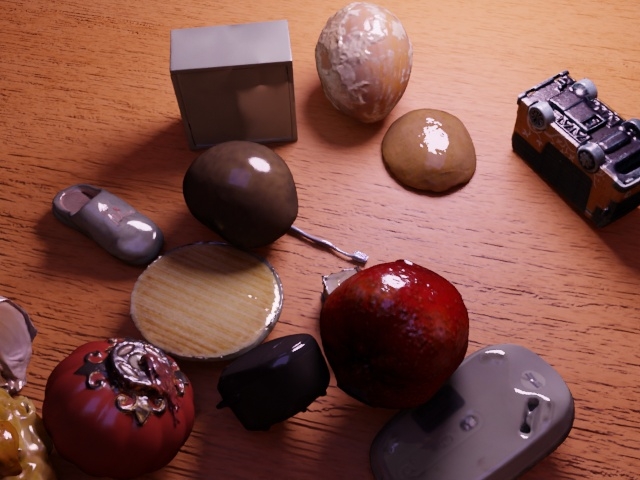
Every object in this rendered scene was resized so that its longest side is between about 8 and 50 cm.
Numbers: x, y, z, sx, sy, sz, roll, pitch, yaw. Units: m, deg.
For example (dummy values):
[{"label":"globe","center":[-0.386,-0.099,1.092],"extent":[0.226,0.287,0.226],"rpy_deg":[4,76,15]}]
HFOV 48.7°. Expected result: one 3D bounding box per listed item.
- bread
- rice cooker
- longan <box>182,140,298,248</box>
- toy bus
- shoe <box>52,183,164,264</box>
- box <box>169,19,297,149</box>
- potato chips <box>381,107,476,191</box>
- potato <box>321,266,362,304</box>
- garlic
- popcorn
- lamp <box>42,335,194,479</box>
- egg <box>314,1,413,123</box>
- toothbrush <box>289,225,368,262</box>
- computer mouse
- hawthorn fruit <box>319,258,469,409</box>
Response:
[{"label":"bread","center":[-0.193,0.104,1.217],"extent":[0.266,0.041,0.267],"rpy_deg":[3,45,-3]},{"label":"rice cooker","center":[-0.074,0.218,1.089],"extent":[0.142,0.203,0.118],"rpy_deg":[-29,86,-46]},{"label":"longan","center":[-0.140,-0.088,1.280],"extent":[0.212,0.198,0.198],"rpy_deg":[35,65,23]},{"label":"toy bus","center":[0.496,-0.169,1.323],"extent":[0.138,0.167,0.275],"rpy_deg":[-29,57,-15]},{"label":"shoe","center":[-0.404,-0.046,1.312],"extent":[0.250,0.100,0.103],"rpy_deg":[25,61,19]},{"label":"box","center":[-0.165,-0.302,1.390],"extent":[0.224,0.225,0.118],"rpy_deg":[-5,58,-2]},{"label":"potato chips","center":[0.220,-0.195,1.409],"extent":[0.195,0.062,0.208],"rpy_deg":[13,61,12]},{"label":"potato","center":[0.049,0.115,1.219],"extent":[0.086,0.061,0.122],"rpy_deg":[-16,61,-8]},{"label":"garlic","center":[-0.591,0.194,1.153],"extent":[0.142,0.178,0.229],"rpy_deg":[-2,32,37]},{"label":"popcorn","center":[-0.472,0.333,0.970],"extent":[0.225,0.332,0.265],"rpy_deg":[-13,80,-29]},{"label":"lamp","center":[-0.296,0.243,1.058],"extent":[0.226,0.227,0.227],"rpy_deg":[-1,58,1]},{"label":"egg","center":[0.090,-0.361,1.434],"extent":[0.203,0.203,0.245],"rpy_deg":[-6,80,-2]},{"label":"toothbrush","center":[0.000,0.000,1.319],"extent":[0.193,0.013,0.019],"rpy_deg":[22,55,15]},{"label":"computer mouse","center":[0.232,0.293,1.083],"extent":[0.330,0.095,0.197],"rpy_deg":[-33,46,-8]},{"label":"hawthorn fruit","center":[0.136,0.137,1.083],"extent":[0.265,0.230,0.210],"rpy_deg":[-15,43,-38]}]
